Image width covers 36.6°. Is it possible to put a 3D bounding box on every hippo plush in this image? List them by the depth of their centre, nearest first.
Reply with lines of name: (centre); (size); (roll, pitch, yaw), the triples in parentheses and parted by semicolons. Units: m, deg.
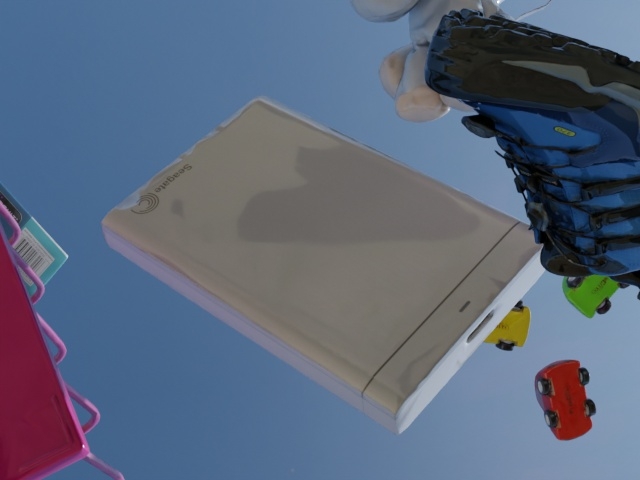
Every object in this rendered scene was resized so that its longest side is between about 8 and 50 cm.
hippo plush: (0.174, -0.328, 1.322); (0.294, 0.234, 0.236); (-42, -56, -9)

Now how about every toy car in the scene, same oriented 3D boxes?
toy car: (0.289, 0.090, 1.158); (0.239, 0.053, 0.225); (43, -92, -15)

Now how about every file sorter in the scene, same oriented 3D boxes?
file sorter: (-0.311, 0.108, 0.800); (0.202, 0.182, 0.290); (-26, -114, -7)

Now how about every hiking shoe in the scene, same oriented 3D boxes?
hiking shoe: (0.169, -0.038, 0.592); (0.304, 0.113, 0.132); (19, -79, -38)

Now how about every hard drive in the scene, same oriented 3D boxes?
hard drive: (0.000, 0.000, 0.895); (0.353, 0.047, 0.233); (29, -123, 30)

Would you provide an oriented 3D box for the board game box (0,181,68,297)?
board game box: (-0.517, -0.035, 1.258); (0.254, 0.336, 0.079); (55, -127, -28)
